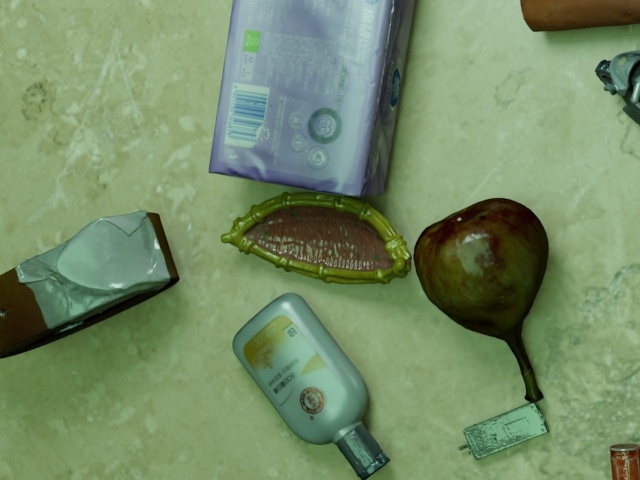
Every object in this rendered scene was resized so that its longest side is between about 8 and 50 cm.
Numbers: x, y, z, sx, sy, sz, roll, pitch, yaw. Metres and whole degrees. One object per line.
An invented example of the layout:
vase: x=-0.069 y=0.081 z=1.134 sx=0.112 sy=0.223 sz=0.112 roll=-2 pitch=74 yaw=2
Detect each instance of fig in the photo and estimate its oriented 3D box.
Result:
fig: x=0.219 y=0.086 z=1.574 sx=0.190 sy=0.190 sz=0.290 roll=7 pitch=109 yaw=22

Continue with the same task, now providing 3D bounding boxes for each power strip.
power strip: x=0.257 y=0.271 z=1.641 sx=0.136 sy=0.019 sz=0.051 roll=-27 pitch=84 yaw=21

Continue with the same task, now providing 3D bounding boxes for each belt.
belt: x=-0.374 y=0.067 z=1.780 sx=0.338 sy=0.217 sz=0.122 roll=-25 pitch=84 yaw=19

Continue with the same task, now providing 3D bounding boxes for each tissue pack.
tissue pack: x=-0.007 y=-0.243 z=1.650 sx=0.242 sy=0.160 sz=0.338 roll=12 pitch=96 yaw=20

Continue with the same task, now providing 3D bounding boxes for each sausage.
sausage: x=0.394 y=-0.337 z=1.510 sx=0.259 sy=0.113 sz=0.113 roll=-1 pitch=92 yaw=23

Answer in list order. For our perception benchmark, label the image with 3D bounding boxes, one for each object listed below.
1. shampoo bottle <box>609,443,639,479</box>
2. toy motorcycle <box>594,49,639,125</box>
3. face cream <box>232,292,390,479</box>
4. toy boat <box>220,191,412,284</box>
shampoo bottle: x=0.421 y=0.387 z=1.562 sx=0.108 sy=0.051 sz=0.221 roll=-5 pitch=91 yaw=25
toy motorcycle: x=0.449 y=-0.179 z=1.487 sx=0.215 sy=0.122 sz=0.080 roll=37 pitch=90 yaw=16
face cream: x=-0.006 y=0.225 z=1.717 sx=0.144 sy=0.071 sz=0.291 roll=-40 pitch=78 yaw=19
toy boat: x=0.005 y=-0.002 z=1.680 sx=0.318 sy=0.099 sz=0.141 roll=9 pitch=110 yaw=33
